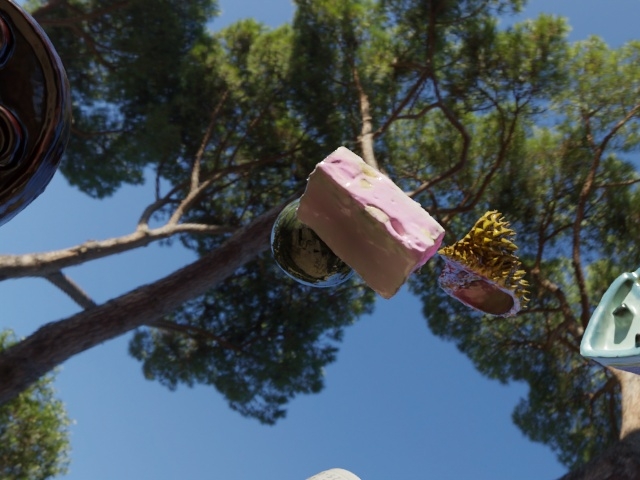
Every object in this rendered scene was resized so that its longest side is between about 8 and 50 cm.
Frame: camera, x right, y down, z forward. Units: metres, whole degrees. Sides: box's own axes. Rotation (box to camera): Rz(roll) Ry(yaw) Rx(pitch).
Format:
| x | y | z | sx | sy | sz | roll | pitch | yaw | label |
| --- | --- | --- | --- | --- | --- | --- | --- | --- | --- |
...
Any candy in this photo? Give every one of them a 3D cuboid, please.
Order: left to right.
| x | y | z | sx | sy | sz | roll | pitch | yaw | label |
| --- | --- | --- | --- | --- | --- | --- | --- | --- | --- |
| 0.090 | -0.035 | 1.203 | 0.265 | 0.115 | 0.156 | 44 | -37 | 14 | candy |

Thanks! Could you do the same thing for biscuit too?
| x | y | z | sx | sy | sz | roll | pitch | yaw | label |
| --- | --- | --- | --- | --- | --- | --- | --- | --- | --- |
| -0.540 | -0.191 | 0.845 | 0.091 | 0.407 | 0.408 | -17 | -88 | 64 | biscuit |

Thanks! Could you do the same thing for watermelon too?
| x | y | z | sx | sy | sz | roll | pitch | yaw | label |
| --- | --- | --- | --- | --- | --- | --- | --- | --- | --- |
| 0.000 | 0.000 | 1.406 | 0.212 | 0.212 | 0.212 | 11 | -72 | 34 | watermelon |

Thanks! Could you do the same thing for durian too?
| x | y | z | sx | sy | sz | roll | pitch | yaw | label |
| --- | --- | --- | --- | --- | --- | --- | --- | --- | --- |
| 0.302 | 0.059 | 1.154 | 0.153 | 0.260 | 0.186 | -38 | -95 | -5 | durian |

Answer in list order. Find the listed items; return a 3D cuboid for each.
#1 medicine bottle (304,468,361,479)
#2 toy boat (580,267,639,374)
| x | y | z | sx | sy | sz | roll | pitch | yaw | label |
| --- | --- | --- | --- | --- | --- | --- | --- | --- | --- |
| -0.029 | 0.283 | 0.582 | 0.105 | 0.168 | 0.105 | 16 | -69 | 49 | medicine bottle |
| 0.413 | 0.020 | 0.682 | 0.133 | 0.145 | 0.332 | 34 | -71 | -18 | toy boat |
